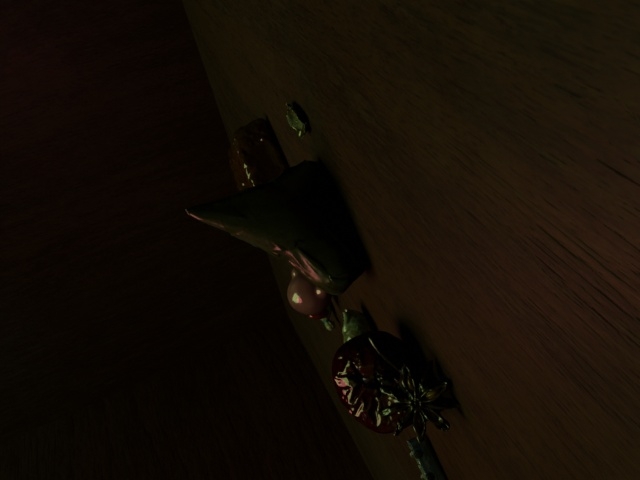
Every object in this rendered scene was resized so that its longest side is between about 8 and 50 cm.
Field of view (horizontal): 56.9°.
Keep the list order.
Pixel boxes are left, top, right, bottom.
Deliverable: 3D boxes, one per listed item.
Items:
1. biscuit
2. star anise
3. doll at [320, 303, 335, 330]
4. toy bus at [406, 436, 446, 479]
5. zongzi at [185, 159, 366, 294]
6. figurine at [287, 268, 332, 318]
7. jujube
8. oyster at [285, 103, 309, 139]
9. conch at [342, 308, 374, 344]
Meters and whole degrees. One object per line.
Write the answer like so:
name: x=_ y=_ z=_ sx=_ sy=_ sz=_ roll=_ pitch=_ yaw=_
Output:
biscuit: x=-0.216 y=-0.226 z=2.175 sx=0.343 sy=0.166 sz=0.395 roll=64 pitch=168 yaw=7
star anise: x=0.205 y=0.316 z=1.284 sx=0.073 sy=0.177 sz=0.234 roll=1 pitch=-99 yaw=-78
doll: x=0.004 y=0.256 z=2.340 sx=0.103 sy=0.071 sz=0.214 roll=127 pitch=123 yaw=-77
toy bus: x=0.300 y=0.627 z=1.665 sx=0.153 sy=0.061 sz=0.051 roll=64 pitch=168 yaw=9
zongzi: x=-0.095 y=0.010 z=1.493 sx=0.356 sy=0.392 sz=0.174 roll=61 pitch=146 yaw=9
figurine: x=-0.040 y=0.187 z=2.158 sx=0.173 sy=0.173 sz=0.173 roll=157 pitch=90 yaw=-80
jujube: x=0.145 y=0.333 z=1.421 sx=0.232 sy=0.212 sz=0.213 roll=60 pitch=169 yaw=3
oyster: x=-0.063 y=-0.327 z=1.553 sx=0.086 sy=0.029 sz=0.132 roll=104 pitch=145 yaw=-63
conch: x=0.118 y=0.283 z=1.762 sx=0.116 sy=0.105 sz=0.173 roll=71 pitch=-173 yaw=-67
